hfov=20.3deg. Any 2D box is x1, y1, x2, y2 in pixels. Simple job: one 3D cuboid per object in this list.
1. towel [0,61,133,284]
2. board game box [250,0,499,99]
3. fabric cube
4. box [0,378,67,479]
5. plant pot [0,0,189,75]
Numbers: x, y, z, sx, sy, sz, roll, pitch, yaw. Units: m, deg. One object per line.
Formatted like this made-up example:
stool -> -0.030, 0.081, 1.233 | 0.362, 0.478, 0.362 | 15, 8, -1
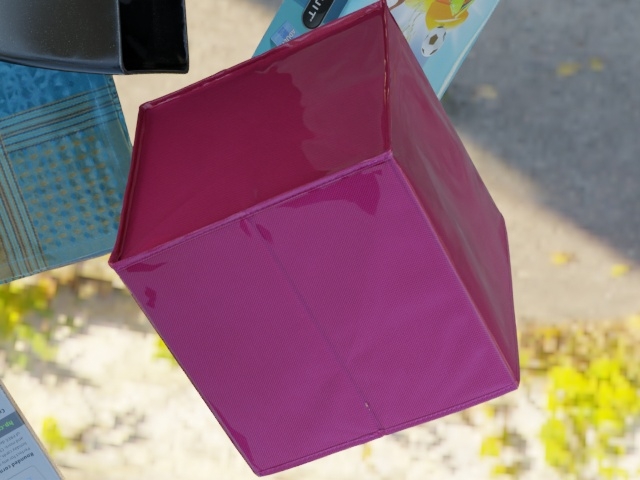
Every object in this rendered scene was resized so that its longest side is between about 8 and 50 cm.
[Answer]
towel -> -0.375, -0.076, 1.824 | 0.370, 0.271, 0.040 | -17, -162, -9
board game box -> 0.086, -0.263, 1.885 | 0.079, 0.336, 0.253 | 39, -163, 31
fabric cube -> 0.000, 0.000, 1.526 | 0.259, 0.254, 0.258 | -21, 123, 17
box -> -0.250, 0.180, 1.216 | 0.145, 0.038, 0.186 | -30, 118, -4
plant pot -> -0.230, -0.237, 1.605 | 0.167, 0.187, 0.188 | -3, -175, 13
